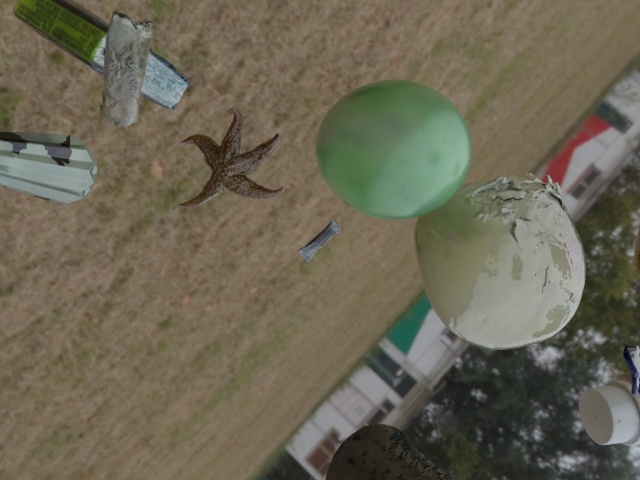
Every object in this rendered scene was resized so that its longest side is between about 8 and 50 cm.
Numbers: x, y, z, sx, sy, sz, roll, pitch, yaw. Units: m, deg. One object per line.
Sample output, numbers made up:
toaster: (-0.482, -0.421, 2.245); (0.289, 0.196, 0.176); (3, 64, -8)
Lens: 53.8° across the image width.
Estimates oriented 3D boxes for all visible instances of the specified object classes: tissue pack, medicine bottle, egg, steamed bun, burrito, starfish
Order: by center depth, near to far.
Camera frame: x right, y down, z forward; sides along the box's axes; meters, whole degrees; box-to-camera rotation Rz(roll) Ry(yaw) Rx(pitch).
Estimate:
burrito: (-0.237, -0.202, 0.761); (0.051, 0.042, 0.171); (2, 141, -23)
tissue pack: (-0.327, -0.291, 0.948); (0.073, 0.235, 0.173); (-58, 148, 6)
egg: (0.110, -0.144, 1.013); (0.220, 0.269, 0.221); (-10, 105, -45)
steamed bun: (0.349, 0.035, 1.139); (0.333, 0.312, 0.233); (-12, 171, -37)
medicine bottle: (0.615, 0.309, 1.164); (0.246, 0.147, 0.147); (-4, 154, -11)
starfish: (-0.176, -0.132, 1.186); (0.238, 0.213, 0.057); (-44, 169, 7)

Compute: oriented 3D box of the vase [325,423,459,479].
vase: (0.085, 0.171, 0.339); (0.115, 0.115, 0.237); (-44, -160, -18)

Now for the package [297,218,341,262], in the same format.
package: (0.000, 0.000, 1.373); (0.110, 0.037, 0.015); (-42, -158, -12)

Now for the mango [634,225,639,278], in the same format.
mango: (0.540, 0.000, 1.006); (0.101, 0.066, 0.188); (-53, 141, -49)

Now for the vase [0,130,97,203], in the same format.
vase: (-0.651, -0.171, 1.347); (0.165, 0.165, 0.360); (-51, 160, 14)

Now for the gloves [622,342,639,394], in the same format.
gloves: (0.523, 0.216, 1.052); (0.026, 0.086, 0.064); (-11, 180, 29)
